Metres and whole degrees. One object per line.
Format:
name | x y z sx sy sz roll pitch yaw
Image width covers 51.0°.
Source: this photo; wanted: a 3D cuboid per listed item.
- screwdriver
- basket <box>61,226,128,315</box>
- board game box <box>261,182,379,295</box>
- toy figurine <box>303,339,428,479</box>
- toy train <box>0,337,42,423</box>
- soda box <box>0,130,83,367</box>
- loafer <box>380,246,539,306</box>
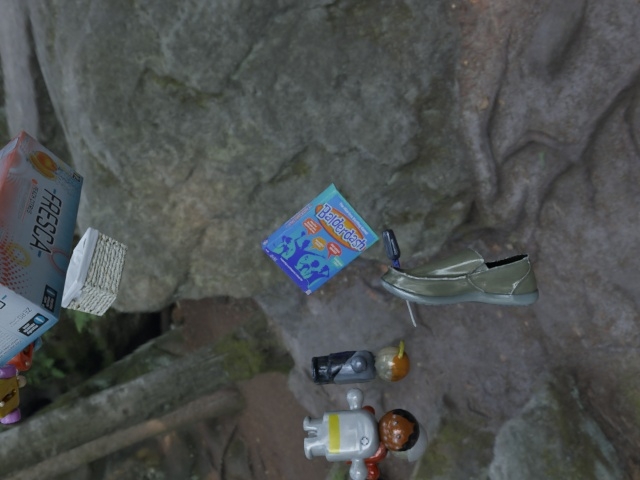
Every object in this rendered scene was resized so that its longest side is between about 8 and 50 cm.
screwdriver | 0.131 0.063 1.116 0.024 0.025 0.169 -16 86 47
basket | -0.518 0.075 1.544 0.113 0.103 0.167 -43 36 37
board game box | 0.000 0.000 1.496 0.160 0.210 0.047 47 -171 -22
toy figurine | 0.069 0.255 0.868 0.213 0.148 0.209 -78 -19 -66
toy train | -0.327 0.112 0.656 0.166 0.046 0.125 92 174 -69
soda box | -0.212 -0.002 0.462 0.063 0.058 0.183 44 -165 -33
loafer | 0.218 0.051 1.055 0.094 0.251 0.087 -121 33 -78
